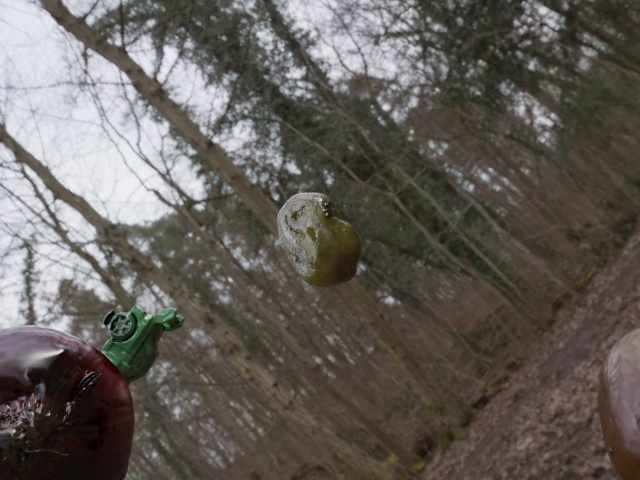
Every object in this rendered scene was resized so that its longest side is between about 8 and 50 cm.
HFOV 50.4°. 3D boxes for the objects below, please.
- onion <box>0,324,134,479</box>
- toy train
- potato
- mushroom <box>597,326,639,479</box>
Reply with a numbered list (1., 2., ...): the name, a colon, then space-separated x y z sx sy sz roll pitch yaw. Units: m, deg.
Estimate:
1. onion: -0.366 0.239 0.804 0.273 0.273 0.285 -30 6 -38
2. toy train: -0.262 0.153 0.941 0.099 0.081 0.149 91 -156 -71
3. potato: -0.004 0.002 1.358 0.137 0.200 0.155 -33 -25 -7
4. mushroom: 0.435 0.224 0.795 0.195 0.263 0.283 -44 -13 7
